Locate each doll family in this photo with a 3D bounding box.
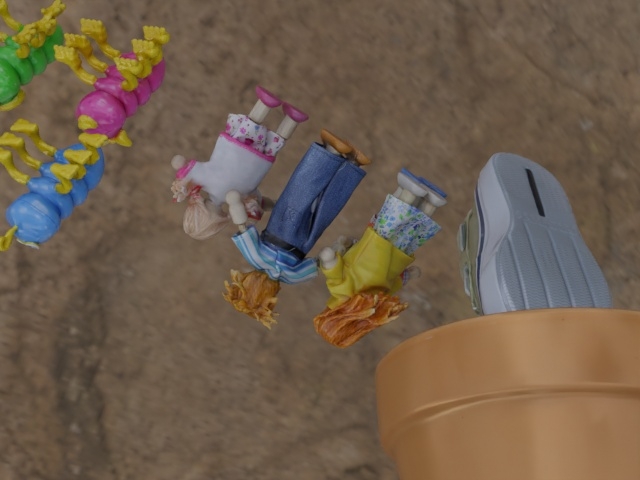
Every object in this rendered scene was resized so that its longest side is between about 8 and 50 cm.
[{"bbox_3d":[0.000,0.000,1.358,0.163,0.263,0.118,-57,32,8],"label":"doll family"}]

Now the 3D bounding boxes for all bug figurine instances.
[{"bbox_3d":[-0.222,-0.086,1.197,0.279,0.072,0.216,16,54,39],"label":"bug figurine"}]

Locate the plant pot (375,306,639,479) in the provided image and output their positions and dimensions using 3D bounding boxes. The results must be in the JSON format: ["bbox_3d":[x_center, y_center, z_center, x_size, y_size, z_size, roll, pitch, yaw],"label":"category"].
[{"bbox_3d":[0.188,0.196,1.262,0.291,0.291,0.203,-9,65,19],"label":"plant pot"}]

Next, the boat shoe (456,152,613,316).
[{"bbox_3d":[0.170,0.037,1.368,0.109,0.302,0.094,19,119,-9],"label":"boat shoe"}]
